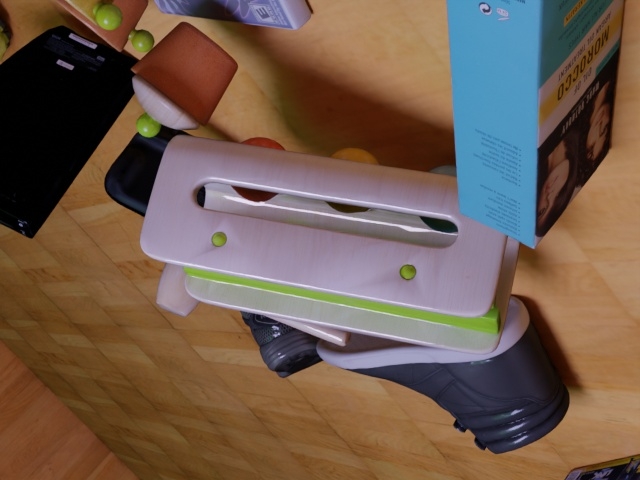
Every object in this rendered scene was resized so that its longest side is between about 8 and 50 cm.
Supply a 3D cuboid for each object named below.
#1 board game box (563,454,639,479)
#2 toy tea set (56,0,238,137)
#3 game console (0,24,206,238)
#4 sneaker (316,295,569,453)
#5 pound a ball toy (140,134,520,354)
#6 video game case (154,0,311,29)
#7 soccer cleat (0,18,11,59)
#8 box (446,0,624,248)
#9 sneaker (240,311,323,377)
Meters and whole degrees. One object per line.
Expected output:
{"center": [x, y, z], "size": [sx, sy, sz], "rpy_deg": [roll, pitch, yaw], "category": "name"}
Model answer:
{"center": [0.321, 0.276, 1.118], "size": [0.141, 0.048, 0.170], "rpy_deg": [43, 157, 1], "category": "board game box"}
{"center": [-0.226, -0.190, 0.948], "size": [0.336, 0.124, 0.200], "rpy_deg": [39, -179, 30], "category": "toy tea set"}
{"center": [-0.185, -0.067, 1.125], "size": [0.361, 0.213, 0.044], "rpy_deg": [26, 154, 7], "category": "game console"}
{"center": [0.114, 0.134, 1.115], "size": [0.296, 0.104, 0.147], "rpy_deg": [-5, 124, 54], "category": "sneaker"}
{"center": [0.000, 0.000, 0.947], "size": [0.319, 0.135, 0.208], "rpy_deg": [10, 163, 15], "category": "pound a ball toy"}
{"center": [-0.113, -0.256, 0.894], "size": [0.183, 0.023, 0.201], "rpy_deg": [17, 147, 45], "category": "video game case"}
{"center": [-0.451, -0.216, 1.367], "size": [0.093, 0.121, 0.289], "rpy_deg": [49, 156, -16], "category": "soccer cleat"}
{"center": [0.128, -0.109, 0.677], "size": [0.060, 0.100, 0.244], "rpy_deg": [29, 154, 26], "category": "box"}
{"center": [-0.039, 0.087, 1.318], "size": [0.227, 0.087, 0.130], "rpy_deg": [49, -163, -76], "category": "sneaker"}
